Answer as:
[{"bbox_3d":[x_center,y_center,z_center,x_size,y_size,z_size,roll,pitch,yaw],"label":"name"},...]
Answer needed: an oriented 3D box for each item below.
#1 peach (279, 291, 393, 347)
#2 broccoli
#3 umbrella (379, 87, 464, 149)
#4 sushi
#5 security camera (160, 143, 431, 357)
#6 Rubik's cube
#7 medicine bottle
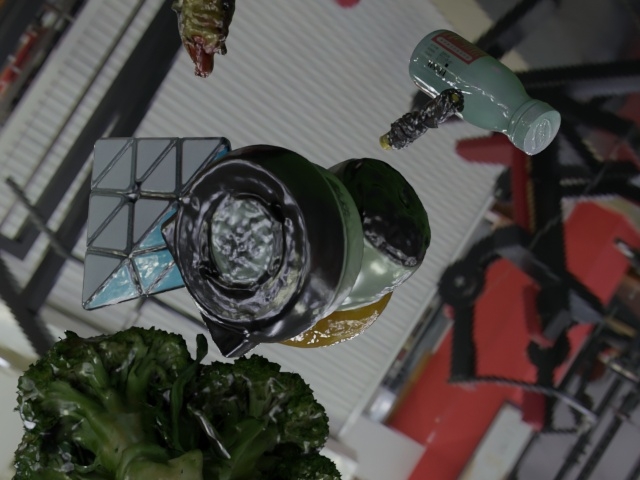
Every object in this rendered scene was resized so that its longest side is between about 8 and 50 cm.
[{"bbox_3d":[-0.006,0.036,1.633,0.251,0.251,0.153,32,-172,-11],"label":"peach"},{"bbox_3d":[-0.124,0.213,0.952,0.321,0.303,0.283,-7,171,-8],"label":"broccoli"},{"bbox_3d":[0.121,-0.145,1.386,0.144,0.040,0.037,-30,93,51],"label":"umbrella"},{"bbox_3d":[-0.199,-0.386,1.892,0.097,0.226,0.103,7,178,-23],"label":"sushi"},{"bbox_3d":[0.000,0.000,1.200,0.277,0.191,0.197,-2,-122,-56],"label":"security camera"},{"bbox_3d":[-0.223,-0.038,1.649,0.233,0.228,0.228,-5,-171,1],"label":"Rubik's cube"},{"bbox_3d":[0.217,-0.196,1.496,0.217,0.090,0.090,42,-176,35],"label":"medicine bottle"}]
